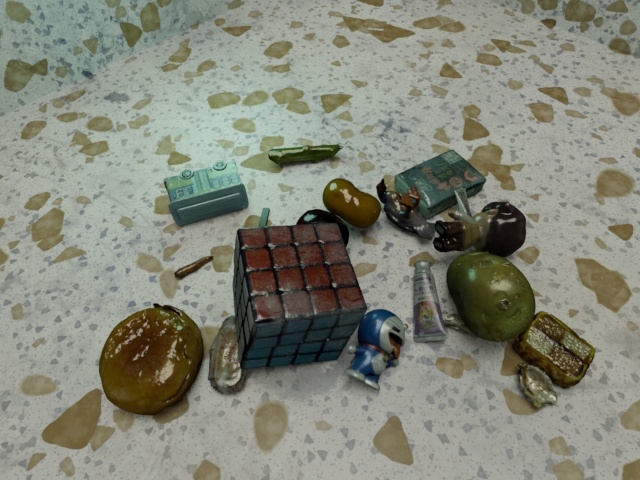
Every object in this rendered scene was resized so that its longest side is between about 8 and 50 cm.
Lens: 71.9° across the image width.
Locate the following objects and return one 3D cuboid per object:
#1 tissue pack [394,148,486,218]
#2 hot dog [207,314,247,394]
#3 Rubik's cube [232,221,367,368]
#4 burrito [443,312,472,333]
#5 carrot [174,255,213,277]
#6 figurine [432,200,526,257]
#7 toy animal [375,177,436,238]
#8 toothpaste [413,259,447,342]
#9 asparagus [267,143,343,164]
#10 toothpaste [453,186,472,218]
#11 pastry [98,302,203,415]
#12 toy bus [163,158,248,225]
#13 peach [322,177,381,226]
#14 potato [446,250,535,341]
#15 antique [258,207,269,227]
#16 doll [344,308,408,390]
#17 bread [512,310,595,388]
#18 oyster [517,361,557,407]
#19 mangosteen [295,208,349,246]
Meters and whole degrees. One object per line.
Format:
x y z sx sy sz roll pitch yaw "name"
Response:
0.506 -0.249 1.875 0.315 0.103 0.228 -26 56 -17 "tissue pack"
-0.298 0.374 1.470 0.144 0.075 0.268 2 56 7 "hot dog"
-0.091 0.177 1.405 0.344 0.337 0.344 -2 52 -17 "Rubik's cube"
0.492 0.290 1.521 0.149 0.041 0.055 17 46 17 "burrito"
-0.487 0.098 1.701 0.165 0.036 0.036 -29 58 -20 "carrot"
0.578 -0.032 1.634 0.364 0.206 0.218 -4 96 -9 "figurine"
0.335 -0.125 1.751 0.298 0.185 0.122 46 64 2 "toy animal"
0.375 0.212 1.567 0.114 0.073 0.299 -10 56 18 "toothpaste"
-0.067 -0.397 2.016 0.343 0.085 0.082 -7 58 -5 "asparagus"
0.581 -0.116 1.767 0.056 0.036 0.205 -7 78 -21 "toothpaste"
-0.544 0.378 1.423 0.355 0.164 0.356 0 57 1 "pastry"
-0.476 -0.201 1.845 0.312 0.152 0.190 -17 55 -11 "toy bus"
0.125 -0.148 1.746 0.251 0.153 0.251 27 19 -10 "peach"
0.539 0.156 1.455 0.219 0.270 0.359 -6 29 -7 "potato"
-0.240 -0.058 1.816 0.031 0.015 0.192 5 55 4 "antique"
0.179 0.344 1.418 0.161 0.215 0.257 -5 54 47 "doll"
0.763 0.351 1.437 0.181 0.096 0.222 -38 62 -20 "bread"
0.672 0.452 1.391 0.103 0.051 0.148 -14 70 -11 "oyster"
-0.004 -0.011 1.673 0.216 0.216 0.216 -1 54 1 "mangosteen"
